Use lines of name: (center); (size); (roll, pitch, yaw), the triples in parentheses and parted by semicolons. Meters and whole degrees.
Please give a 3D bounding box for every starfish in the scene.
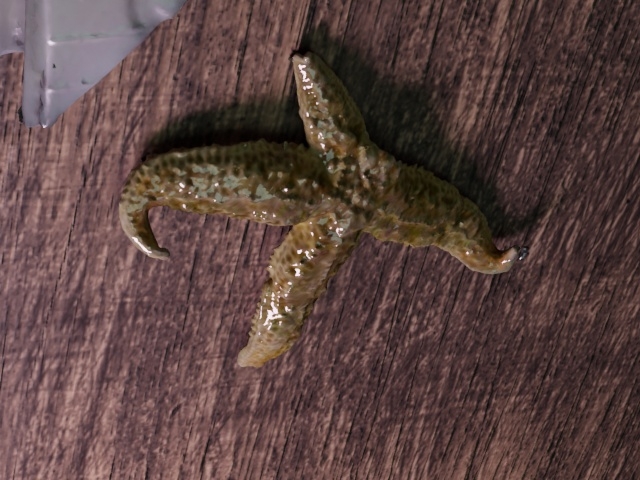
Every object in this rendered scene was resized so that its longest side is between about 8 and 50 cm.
starfish: (0.000, 0.000, 1.701); (0.324, 0.082, 0.432); (-40, 138, 4)

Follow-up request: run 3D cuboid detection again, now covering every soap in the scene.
soap: (-0.129, -0.259, 1.350); (0.258, 0.159, 0.302); (-9, 133, -24)
